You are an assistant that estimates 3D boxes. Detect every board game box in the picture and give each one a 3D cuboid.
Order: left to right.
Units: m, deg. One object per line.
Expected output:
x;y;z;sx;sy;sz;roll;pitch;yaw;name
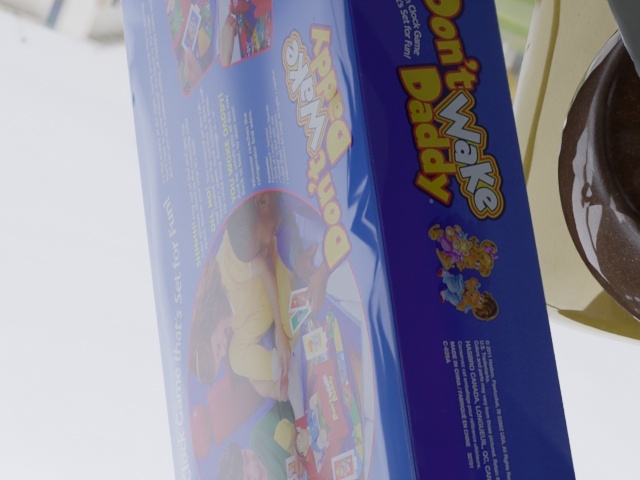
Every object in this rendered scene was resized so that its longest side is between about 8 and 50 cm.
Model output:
0.000;0.000;0.818;0.078;0.347;0.233;0;164;-29;board game box

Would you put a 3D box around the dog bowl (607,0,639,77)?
0.161;-0.164;0.426;0.102;0.348;0.349;-10;-164;-13;dog bowl

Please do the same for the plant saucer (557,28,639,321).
0.164;-0.039;0.611;0.168;0.168;0.029;26;165;29;plant saucer

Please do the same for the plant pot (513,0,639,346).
0.230;-0.032;0.909;0.212;0.212;0.187;6;-164;-19;plant pot
